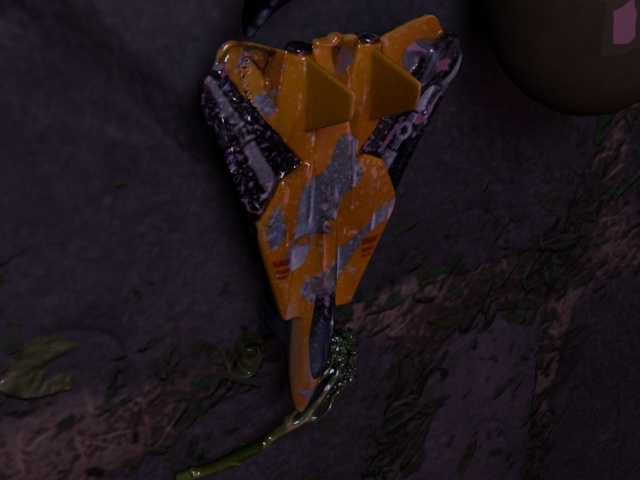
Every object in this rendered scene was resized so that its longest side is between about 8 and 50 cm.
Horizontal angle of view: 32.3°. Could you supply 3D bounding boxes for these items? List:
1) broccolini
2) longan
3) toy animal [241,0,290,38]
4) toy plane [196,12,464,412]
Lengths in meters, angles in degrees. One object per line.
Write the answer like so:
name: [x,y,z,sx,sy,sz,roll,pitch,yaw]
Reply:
broccolini: [-0.038,0.148,0.923,0.194,0.052,0.054,-38,134,-10]
longan: [0.193,-0.180,0.776,0.189,0.189,0.189,-22,132,-26]
toy animal: [0.021,-0.219,0.642,0.179,0.116,0.219,-2,115,-38]
toy plane: [-0.006,-0.007,0.802,0.204,0.103,0.316,-14,135,-29]
